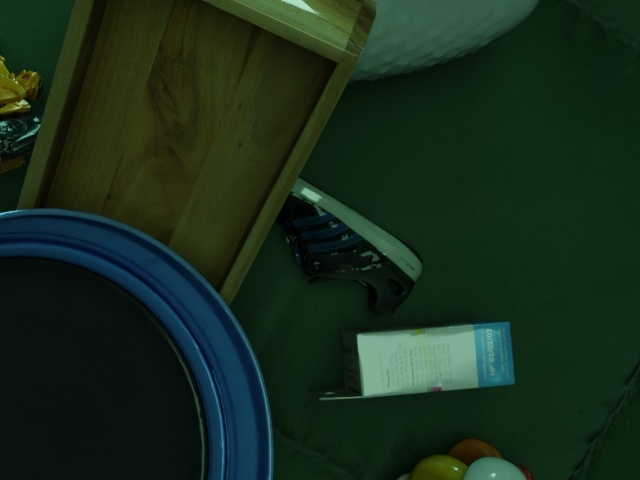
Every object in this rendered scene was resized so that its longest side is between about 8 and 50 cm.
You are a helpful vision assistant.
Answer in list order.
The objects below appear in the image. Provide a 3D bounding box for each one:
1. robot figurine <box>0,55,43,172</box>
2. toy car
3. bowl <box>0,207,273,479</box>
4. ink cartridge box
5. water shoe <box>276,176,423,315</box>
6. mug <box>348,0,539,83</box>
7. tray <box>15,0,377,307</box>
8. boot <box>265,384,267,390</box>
[{"bbox_3d":[-0.383,-0.100,1.118,0.291,0.085,0.211,-15,47,-26],"label":"robot figurine"},{"bbox_3d":[0.157,0.274,1.209,0.136,0.159,0.182,-21,90,-45],"label":"toy car"},{"bbox_3d":[-0.222,0.171,1.024,0.391,0.077,0.391,6,78,-32],"label":"bowl"},{"bbox_3d":[0.080,0.111,1.210,0.181,0.104,0.061,-4,88,-8],"label":"ink cartridge box"},{"bbox_3d":[0.000,0.000,1.221,0.203,0.073,0.080,31,86,-5],"label":"water shoe"},{"bbox_3d":[0.038,-0.263,1.091,0.328,0.374,0.276,-3,104,-16],"label":"mug"},{"bbox_3d":[-0.125,-0.073,1.059,0.203,0.411,0.076,24,47,-6],"label":"tray"},{"bbox_3d":[-0.177,0.240,1.165,0.220,0.109,0.283,10,84,-8],"label":"boot"}]
